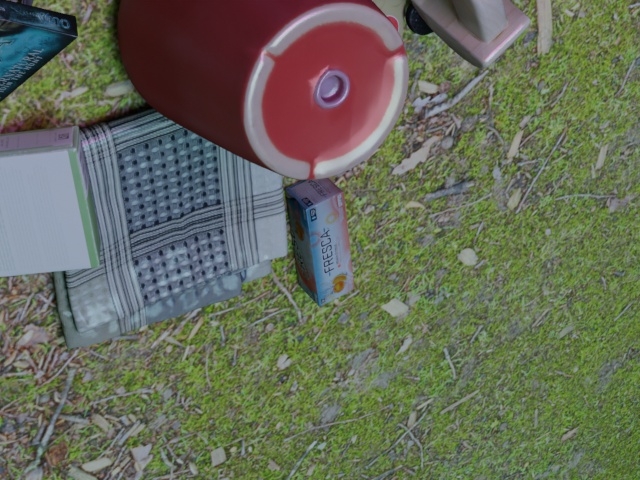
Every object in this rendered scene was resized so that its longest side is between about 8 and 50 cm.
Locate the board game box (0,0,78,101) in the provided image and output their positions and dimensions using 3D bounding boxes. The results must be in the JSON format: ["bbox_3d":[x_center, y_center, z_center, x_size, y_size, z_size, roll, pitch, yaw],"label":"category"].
[{"bbox_3d":[-0.345,-0.185,1.327,0.126,0.026,0.186,7,155,-41],"label":"board game box"}]

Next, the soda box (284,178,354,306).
[{"bbox_3d":[0.000,0.000,1.805,0.063,0.058,0.183,-26,134,-20],"label":"soda box"}]

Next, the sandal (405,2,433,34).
[{"bbox_3d":[0.152,-0.315,1.678,0.179,0.040,0.067,-42,152,-39],"label":"sandal"}]

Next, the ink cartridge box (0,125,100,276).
[{"bbox_3d":[-0.374,-0.034,1.481,0.235,0.056,0.171,-6,129,-3],"label":"ink cartridge box"}]

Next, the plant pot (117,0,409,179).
[{"bbox_3d":[-0.047,-0.200,1.425,0.275,0.243,0.274,-16,124,-25],"label":"plant pot"}]

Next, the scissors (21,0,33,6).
[{"bbox_3d":[-0.279,-0.365,1.325,0.109,0.021,0.297,11,116,-46],"label":"scissors"}]

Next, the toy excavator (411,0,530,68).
[{"bbox_3d":[0.080,-0.365,1.384,0.222,0.433,0.445,-43,99,-2],"label":"toy excavator"}]

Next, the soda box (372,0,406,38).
[{"bbox_3d":[0.062,-0.245,1.659,0.061,0.058,0.181,-18,131,-27],"label":"soda box"}]

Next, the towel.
[{"bbox_3d":[-0.185,-0.027,1.639,0.312,0.056,0.324,-21,134,-24],"label":"towel"}]
